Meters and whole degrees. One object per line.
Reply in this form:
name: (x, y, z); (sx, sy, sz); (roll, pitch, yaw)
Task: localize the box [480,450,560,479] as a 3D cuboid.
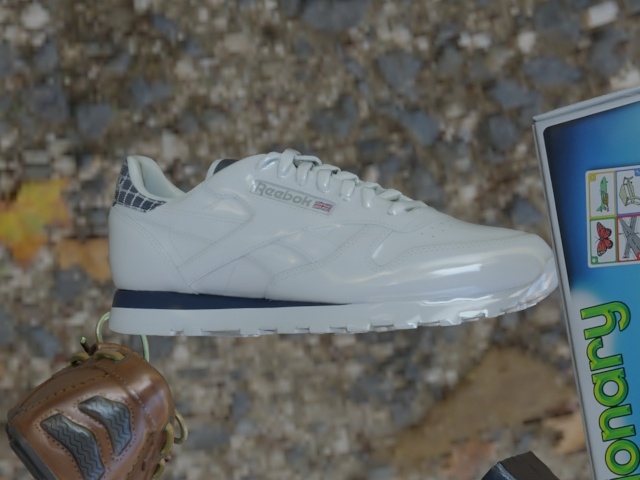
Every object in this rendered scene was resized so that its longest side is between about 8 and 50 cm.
box: (0.193, 0.471, 1.920); (0.395, 0.293, 0.212); (-51, 165, 7)

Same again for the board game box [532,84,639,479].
board game box: (0.197, 0.076, 0.662); (0.193, 0.305, 0.053); (-15, 164, 26)

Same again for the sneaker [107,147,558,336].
sneaker: (0.000, 0.000, 0.873); (0.235, 0.095, 0.090); (-1, 175, 21)

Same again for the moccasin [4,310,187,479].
moccasin: (-0.176, 0.144, 1.462); (0.147, 0.139, 0.380); (-38, 174, -12)
